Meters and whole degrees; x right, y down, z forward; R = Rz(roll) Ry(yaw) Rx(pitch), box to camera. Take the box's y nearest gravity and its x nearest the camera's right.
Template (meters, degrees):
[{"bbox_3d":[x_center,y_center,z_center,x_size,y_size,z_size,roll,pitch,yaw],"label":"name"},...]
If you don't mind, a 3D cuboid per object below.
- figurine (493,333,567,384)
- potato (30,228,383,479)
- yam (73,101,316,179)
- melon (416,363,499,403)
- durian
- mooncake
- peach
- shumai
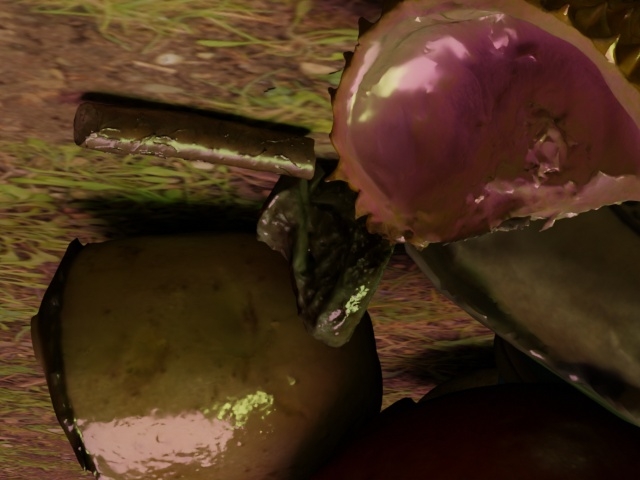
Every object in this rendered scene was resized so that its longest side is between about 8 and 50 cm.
[{"bbox_3d":[0.215,0.123,1.396,0.180,0.154,0.262,32,166,7],"label":"figurine"},{"bbox_3d":[-0.063,0.092,1.263,0.242,0.242,0.285,-2,151,15],"label":"potato"},{"bbox_3d":[-0.071,-0.059,1.018,0.145,0.032,0.032,8,164,-22],"label":"yam"},{"bbox_3d":[0.179,0.247,1.716,0.248,0.249,0.329,4,158,-6],"label":"melon"},{"bbox_3d":[0.099,-0.062,0.794,0.165,0.132,0.182,15,166,-15],"label":"durian"},{"bbox_3d":[0.201,0.041,1.053,0.250,0.136,0.254,36,-178,27],"label":"mooncake"},{"bbox_3d":[0.126,0.253,1.199,0.406,0.310,0.335,-17,145,-48],"label":"peach"},{"bbox_3d":[0.000,-0.001,1.107,0.087,0.124,0.099,24,135,-5],"label":"shumai"}]
